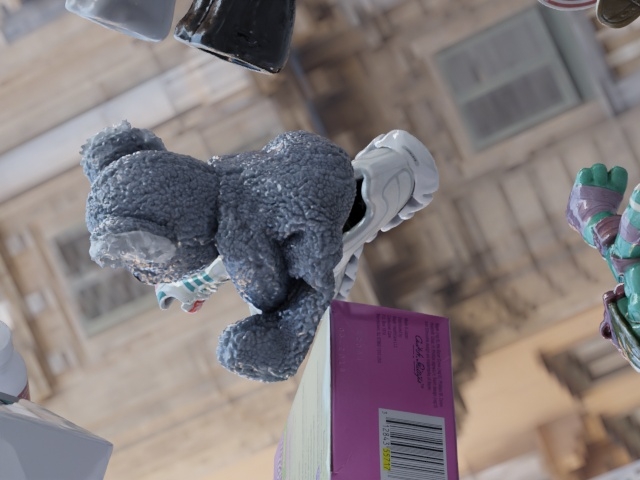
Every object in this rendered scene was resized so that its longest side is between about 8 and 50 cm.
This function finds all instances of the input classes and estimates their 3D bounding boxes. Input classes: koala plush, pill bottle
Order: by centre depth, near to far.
[{"bbox_3d":[-0.100,-0.019,1.693,0.221,0.203,0.196,14,-142,-17],"label":"koala plush"},{"bbox_3d":[-0.434,0.207,2.541,0.121,0.121,0.216,-89,-1,-53],"label":"pill bottle"}]

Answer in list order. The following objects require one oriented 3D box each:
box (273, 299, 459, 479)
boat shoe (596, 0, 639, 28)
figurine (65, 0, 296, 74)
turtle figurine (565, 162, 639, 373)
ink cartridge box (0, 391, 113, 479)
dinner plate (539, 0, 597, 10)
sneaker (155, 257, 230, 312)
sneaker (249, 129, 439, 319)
[{"bbox_3d":[0.036,0.217,1.788,0.243,0.117,0.213,110,166,-44],"label":"box"},{"bbox_3d":[0.280,-0.250,1.718,0.050,0.135,0.045,24,-164,-13],"label":"boat shoe"},{"bbox_3d":[-0.090,-0.255,1.552,0.092,0.215,0.209,18,-90,-50],"label":"figurine"},{"bbox_3d":[0.240,0.034,1.311,0.175,0.118,0.234,48,-170,-24],"label":"turtle figurine"},{"bbox_3d":[-0.386,0.267,2.154,0.197,0.270,0.198,19,-94,-27],"label":"ink cartridge box"},{"bbox_3d":[0.272,-0.288,1.977,0.141,0.141,0.017,40,-158,-51],"label":"dinner plate"},{"bbox_3d":[-0.145,0.054,2.510,0.057,0.161,0.075,9,-102,-57],"label":"sneaker"},{"bbox_3d":[0.000,0.000,2.095,0.110,0.292,0.118,46,-146,12],"label":"sneaker"}]
